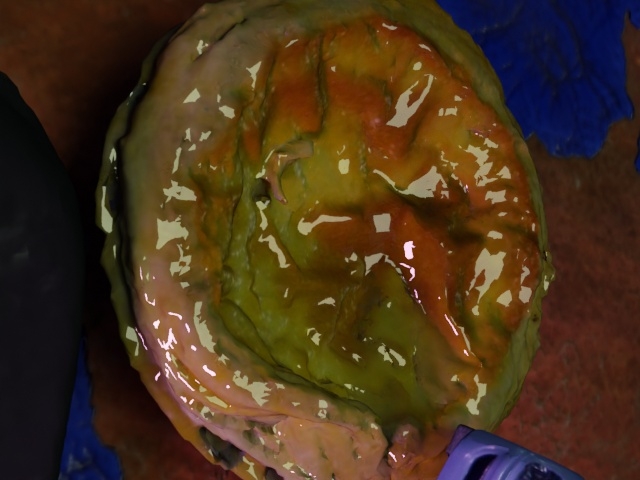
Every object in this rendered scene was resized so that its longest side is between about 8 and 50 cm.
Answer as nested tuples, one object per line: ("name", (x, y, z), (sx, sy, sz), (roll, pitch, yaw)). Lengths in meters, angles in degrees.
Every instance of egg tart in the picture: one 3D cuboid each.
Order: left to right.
("egg tart", (0.000, 0.000, 0.691), (0.241, 0.106, 0.241), (6, 81, -37))

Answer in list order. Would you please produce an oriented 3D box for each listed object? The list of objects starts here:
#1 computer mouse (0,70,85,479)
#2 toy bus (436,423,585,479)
("computer mouse", (-0.180, 0.083, 0.539), (0.183, 0.116, 0.323), (13, 87, -39))
("toy bus", (0.131, 0.180, 0.705), (0.292, 0.133, 0.125), (33, 80, -57))
